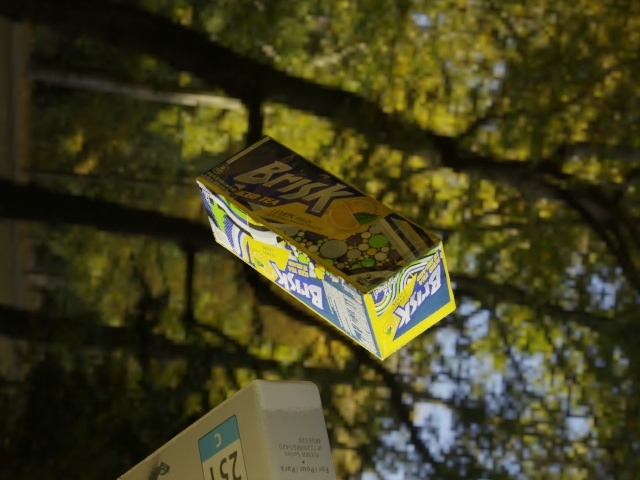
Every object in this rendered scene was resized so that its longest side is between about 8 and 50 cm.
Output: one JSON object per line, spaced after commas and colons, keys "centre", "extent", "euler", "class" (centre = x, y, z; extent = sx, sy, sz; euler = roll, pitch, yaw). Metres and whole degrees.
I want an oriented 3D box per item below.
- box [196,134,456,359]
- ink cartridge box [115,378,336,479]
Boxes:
{"centre": [0.000, 0.000, 0.828], "extent": [0.169, 0.059, 0.054], "euler": [34, -32, 44], "class": "box"}
{"centre": [-0.080, 0.286, 1.132], "extent": [0.296, 0.066, 0.261], "euler": [-40, -125, 44], "class": "ink cartridge box"}
